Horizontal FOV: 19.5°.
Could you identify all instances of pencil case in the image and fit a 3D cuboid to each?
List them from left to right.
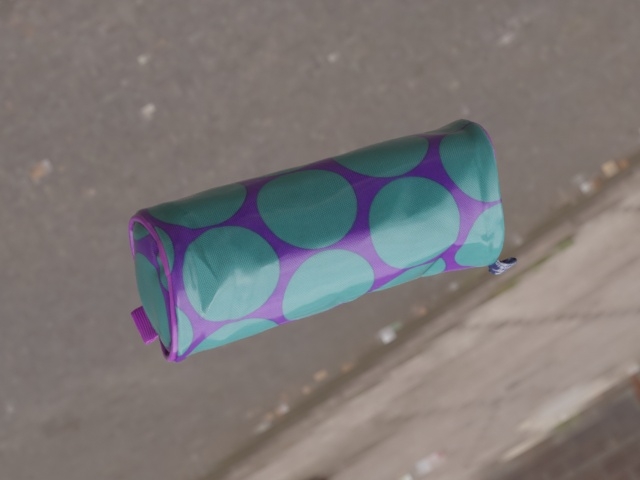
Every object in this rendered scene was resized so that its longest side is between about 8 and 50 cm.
[{"bbox_3d":[0.000,0.000,0.747,0.152,0.064,0.070,-16,163,-18],"label":"pencil case"}]
